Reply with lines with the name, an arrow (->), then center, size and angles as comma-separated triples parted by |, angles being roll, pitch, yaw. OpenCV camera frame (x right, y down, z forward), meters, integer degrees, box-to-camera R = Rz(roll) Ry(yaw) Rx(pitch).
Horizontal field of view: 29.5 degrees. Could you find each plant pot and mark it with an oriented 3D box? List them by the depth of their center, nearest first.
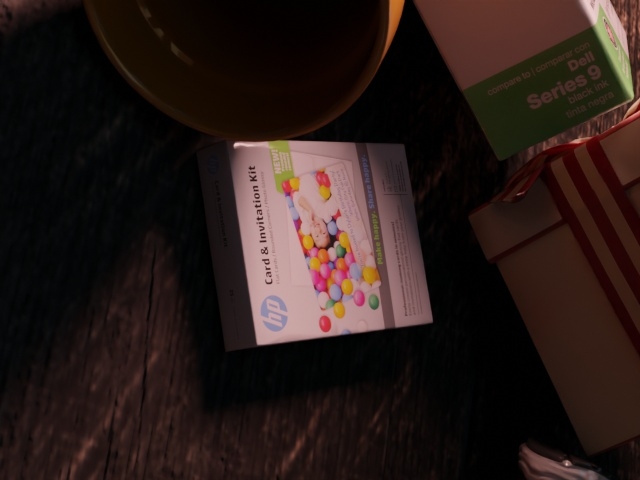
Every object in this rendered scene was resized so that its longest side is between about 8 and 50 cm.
plant pot -> -0.030, -0.199, 0.817 | 0.205, 0.205, 0.188 | 56, 33, -19

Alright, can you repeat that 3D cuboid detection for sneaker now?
sneaker -> 0.237, 0.256, 1.036 | 0.271, 0.100, 0.108 | 32, 83, -39

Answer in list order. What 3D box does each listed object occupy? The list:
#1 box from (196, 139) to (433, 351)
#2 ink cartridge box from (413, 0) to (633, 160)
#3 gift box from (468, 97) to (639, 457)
box -> 0.000, 0.000, 0.893 | 0.186, 0.038, 0.145 | -2, 81, -44
ink cartridge box -> 0.136, -0.241, 0.981 | 0.289, 0.121, 0.211 | 59, 22, -16
gift box -> 0.294, 0.002, 0.987 | 0.276, 0.255, 0.258 | -1, 64, -57
